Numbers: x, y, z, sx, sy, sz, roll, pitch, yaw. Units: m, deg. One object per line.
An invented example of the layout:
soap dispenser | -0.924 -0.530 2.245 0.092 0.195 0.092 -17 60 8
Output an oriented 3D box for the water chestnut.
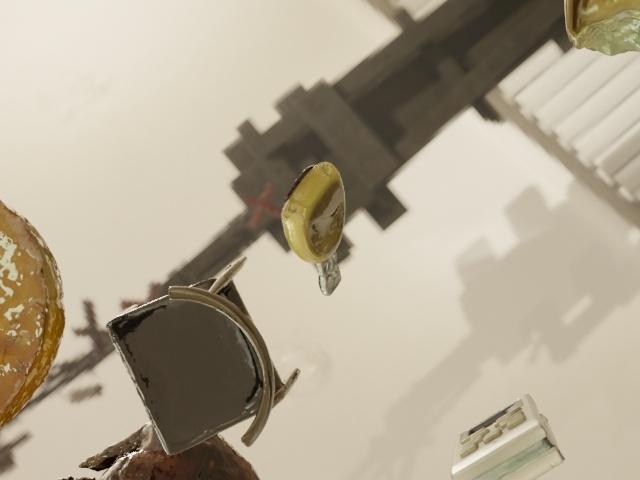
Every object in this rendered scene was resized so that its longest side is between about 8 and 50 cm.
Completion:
water chestnut | -0.216 0.381 1.854 0.244 0.289 0.289 43 173 42

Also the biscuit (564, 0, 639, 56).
biscuit | 0.360 -0.232 1.027 0.335 0.329 0.078 43 -159 30

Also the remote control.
remote control | 0.191 0.215 1.433 0.055 0.103 0.277 58 -175 4

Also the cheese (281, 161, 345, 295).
cheese | -0.001 0.000 1.375 0.036 0.086 0.162 18 146 22

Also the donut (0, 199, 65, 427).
donut | -0.364 0.072 1.304 0.277 0.277 0.108 48 -173 15

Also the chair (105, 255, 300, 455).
chair | -0.133 0.132 1.542 0.272 0.166 0.188 -90 -25 -86
